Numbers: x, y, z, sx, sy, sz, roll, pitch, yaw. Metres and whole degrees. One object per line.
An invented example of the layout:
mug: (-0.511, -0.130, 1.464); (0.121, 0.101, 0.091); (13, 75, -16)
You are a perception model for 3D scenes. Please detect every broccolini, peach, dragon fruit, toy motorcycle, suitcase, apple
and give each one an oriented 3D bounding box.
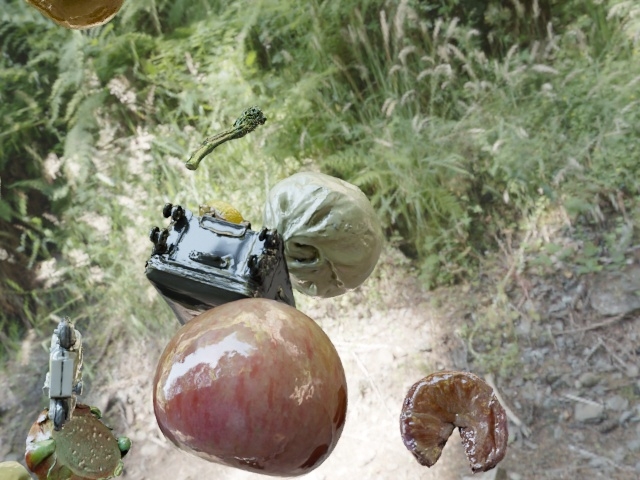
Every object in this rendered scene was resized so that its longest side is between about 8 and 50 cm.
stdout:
broccolini: (-0.172, -0.191, 1.076); (0.054, 0.051, 0.239); (28, 41, 10)
peach: (-0.364, -0.402, 0.848); (0.179, 0.179, 0.103); (-27, 41, -15)
dragon fruit: (-0.642, 0.555, 1.529); (0.130, 0.295, 0.268); (-41, 48, 15)
toy motorcycle: (-0.520, 0.263, 1.181); (0.074, 0.229, 0.151); (1, -1, -20)
suitcase: (-0.200, 0.114, 1.286); (0.282, 0.434, 0.194); (14, 62, 12)
apple: (-0.110, 0.242, 0.976); (0.344, 0.344, 0.270); (-6, 62, 40)

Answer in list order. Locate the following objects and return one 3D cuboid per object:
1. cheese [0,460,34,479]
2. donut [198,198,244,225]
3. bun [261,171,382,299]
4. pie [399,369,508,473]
cheese: (-0.733, 0.775, 1.440); (0.104, 0.384, 0.384); (-52, -3, 36)
donut: (-0.272, -0.044, 1.648); (0.065, 0.162, 0.178); (-44, -11, -28)
bun: (0.000, 0.000, 1.538); (0.325, 0.362, 0.234); (-5, 24, 13)
pie: (0.268, 0.365, 1.175); (0.218, 0.205, 0.054); (-8, -22, 3)
